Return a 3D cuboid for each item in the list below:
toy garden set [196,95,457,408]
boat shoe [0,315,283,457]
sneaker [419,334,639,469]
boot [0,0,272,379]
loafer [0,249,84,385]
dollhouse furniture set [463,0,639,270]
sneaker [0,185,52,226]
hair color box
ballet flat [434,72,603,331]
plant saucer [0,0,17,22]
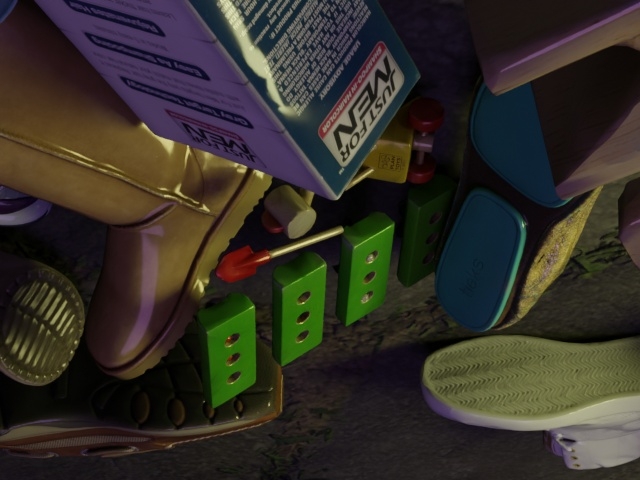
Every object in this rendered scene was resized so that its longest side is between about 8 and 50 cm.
[{"bbox_3d":[0.000,0.000,0.925,0.244,0.049,0.204,-30,148,-24],"label":"toy garden set"},{"bbox_3d":[-0.193,0.148,1.137,0.324,0.123,0.120,-2,149,10],"label":"boat shoe"},{"bbox_3d":[0.235,0.182,1.229,0.292,0.108,0.169,0,140,-9],"label":"sneaker"},{"bbox_3d":[-0.190,-0.036,0.846,0.269,0.089,0.236,25,99,-41],"label":"boot"},{"bbox_3d":[-0.294,0.042,0.994,0.092,0.102,0.268,18,163,30],"label":"loafer"},{"bbox_3d":[0.229,-0.153,0.537,0.256,0.394,0.362,-22,140,21],"label":"dollhouse furniture set"},{"bbox_3d":[-0.304,-0.072,0.867,0.223,0.083,0.098,2,126,-21],"label":"sneaker"},{"bbox_3d":[-0.097,-0.176,0.647,0.174,0.105,0.347,22,161,38],"label":"hair color box"},{"bbox_3d":[0.169,-0.059,0.900,0.123,0.123,0.348,1,144,-8],"label":"ballet flat"},{"bbox_3d":[-0.217,-0.151,0.626,0.119,0.021,0.119,-6,144,-4],"label":"plant saucer"}]
